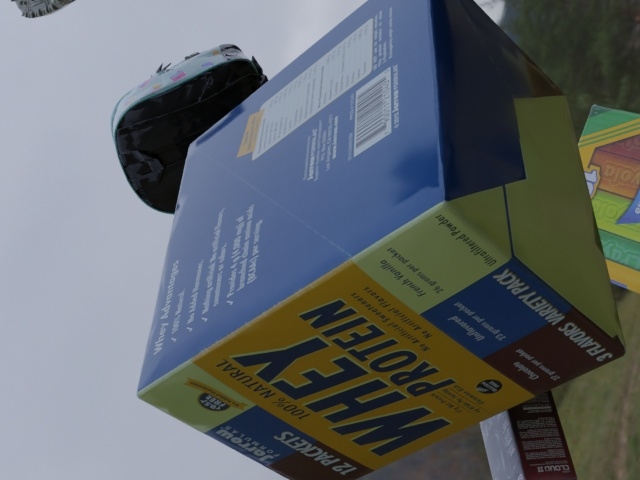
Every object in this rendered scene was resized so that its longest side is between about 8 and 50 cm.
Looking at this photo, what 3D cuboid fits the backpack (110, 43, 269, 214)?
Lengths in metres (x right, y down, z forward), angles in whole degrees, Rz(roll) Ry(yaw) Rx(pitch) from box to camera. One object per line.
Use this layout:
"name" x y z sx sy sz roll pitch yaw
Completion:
"backpack" -0.148 -0.125 1.094 0.144 0.188 0.166 44 160 58

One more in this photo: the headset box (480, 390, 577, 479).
"headset box" 0.122 0.126 0.557 0.062 0.032 0.083 93 171 -48

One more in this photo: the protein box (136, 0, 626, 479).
"protein box" 0.028 -0.005 0.518 0.201 0.136 0.200 -34 35 32

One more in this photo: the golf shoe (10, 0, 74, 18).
"golf shoe" -0.211 -0.266 0.881 0.176 0.069 0.086 -34 -7 20

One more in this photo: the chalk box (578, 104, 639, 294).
"chalk box" 0.407 -0.009 0.966 0.179 0.289 0.180 17 -85 -36
